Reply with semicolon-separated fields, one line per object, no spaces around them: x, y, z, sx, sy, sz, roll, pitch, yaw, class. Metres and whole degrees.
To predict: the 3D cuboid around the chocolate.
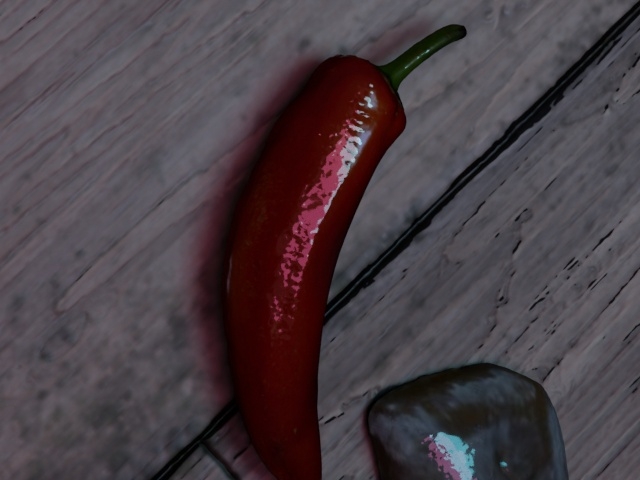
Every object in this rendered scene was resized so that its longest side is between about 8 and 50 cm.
0.132;0.225;1.291;0.156;0.080;0.254;-12;101;-21;chocolate

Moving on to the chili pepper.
-0.006;0.003;1.216;0.137;0.092;0.369;14;98;-42;chili pepper
